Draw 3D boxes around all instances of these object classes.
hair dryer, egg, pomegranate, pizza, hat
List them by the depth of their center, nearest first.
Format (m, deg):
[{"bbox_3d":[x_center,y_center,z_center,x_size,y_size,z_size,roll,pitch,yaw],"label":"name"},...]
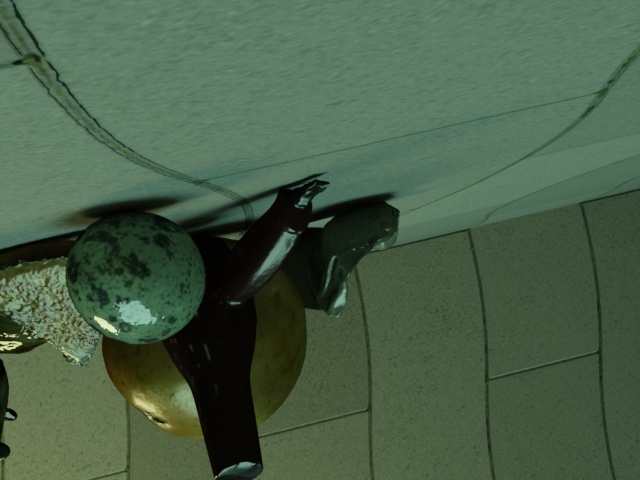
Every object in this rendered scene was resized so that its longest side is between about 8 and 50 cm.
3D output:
[{"bbox_3d":[-0.185,0.035,1.055,0.132,0.132,0.172,-14,164,11],"label":"egg"},{"bbox_3d":[-0.293,0.071,1.201,0.185,0.052,0.195,-8,135,1],"label":"pizza"},{"bbox_3d":[-0.071,0.069,1.215,0.123,0.313,0.340,6,141,-35],"label":"hair dryer"},{"bbox_3d":[-0.165,0.140,1.504,0.307,0.308,0.307,-13,177,-1],"label":"pomegranate"},{"bbox_3d":[0.000,0.000,1.617,0.244,0.149,0.214,17,-138,19],"label":"hat"}]

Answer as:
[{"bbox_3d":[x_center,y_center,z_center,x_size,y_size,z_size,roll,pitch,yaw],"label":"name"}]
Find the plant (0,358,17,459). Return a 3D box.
[{"bbox_3d":[-0.515,0.181,1.244,0.333,0.251,0.180,-6,-154,7],"label":"plant"}]

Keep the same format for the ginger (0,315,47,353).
[{"bbox_3d":[-0.409,0.096,1.363,0.262,0.109,0.116,-14,-170,29],"label":"ginger"}]
